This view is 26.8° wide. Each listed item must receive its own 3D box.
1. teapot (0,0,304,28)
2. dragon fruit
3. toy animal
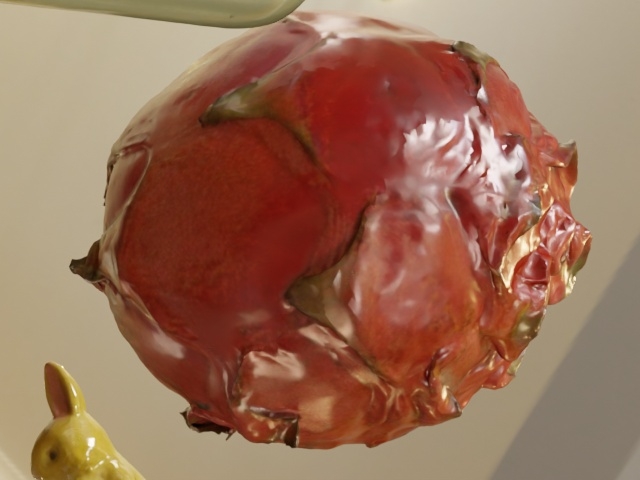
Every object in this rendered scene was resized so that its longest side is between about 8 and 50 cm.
[{"bbox_3d":[-0.171,-0.076,0.294,0.220,0.318,0.149,-16,-119,37],"label":"teapot"},{"bbox_3d":[0.009,-0.004,0.682,0.252,0.241,0.241,18,-102,48],"label":"dragon fruit"},{"bbox_3d":[-0.161,0.160,0.930,0.159,0.070,0.083,59,-28,11],"label":"toy animal"}]
